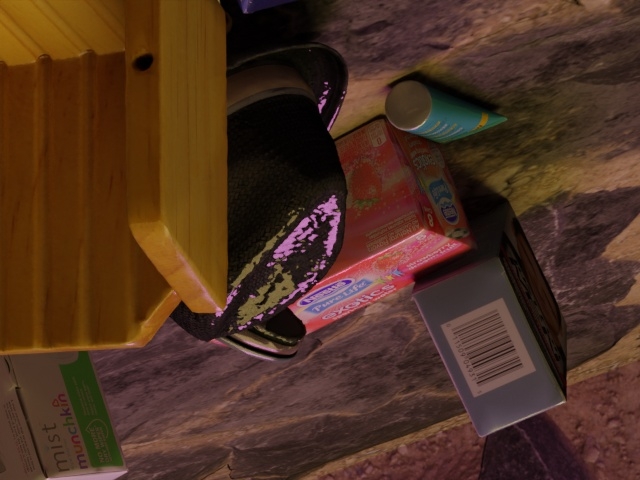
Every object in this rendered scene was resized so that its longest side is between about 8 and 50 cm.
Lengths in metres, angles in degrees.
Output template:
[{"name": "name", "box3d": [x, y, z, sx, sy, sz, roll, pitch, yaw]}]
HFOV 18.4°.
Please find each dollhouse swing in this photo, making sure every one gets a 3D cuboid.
[{"name": "dollhouse swing", "box3d": [-0.278, -0.091, 1.341, 0.347, 0.315, 0.305, -4, 171, 19]}]

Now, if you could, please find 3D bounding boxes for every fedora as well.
[{"name": "fedora", "box3d": [-0.071, -0.022, 1.795, 0.334, 0.152, 0.334, -32, 159, -14]}]

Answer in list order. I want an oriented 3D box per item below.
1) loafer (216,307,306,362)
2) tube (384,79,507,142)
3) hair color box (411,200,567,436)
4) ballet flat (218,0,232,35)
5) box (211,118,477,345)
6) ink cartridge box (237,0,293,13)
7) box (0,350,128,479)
[{"name": "loafer", "box3d": [-0.121, 0.032, 2.074, 0.267, 0.096, 0.084, 32, 118, -11]}, {"name": "tube", "box3d": [0.131, -0.132, 2.124, 0.080, 0.052, 0.207, -15, 170, 23]}, {"name": "hair color box", "box3d": [0.208, 0.084, 2.360, 0.113, 0.185, 0.374, -24, -173, 10]}, {"name": "ballet flat", "box3d": [-0.132, -0.206, 1.640, 0.073, 0.080, 0.232, -49, 162, -1]}, {"name": "box", "box3d": [0.000, 0.000, 2.204, 0.300, 0.142, 0.154, -27, 159, 21]}, {"name": "ink cartridge box", "box3d": [0.058, -0.309, 1.395, 0.395, 0.151, 0.270, -14, 161, -10]}, {"name": "box", "box3d": [-0.360, 0.180, 2.174, 0.231, 0.262, 0.127, -34, 157, 35]}]
